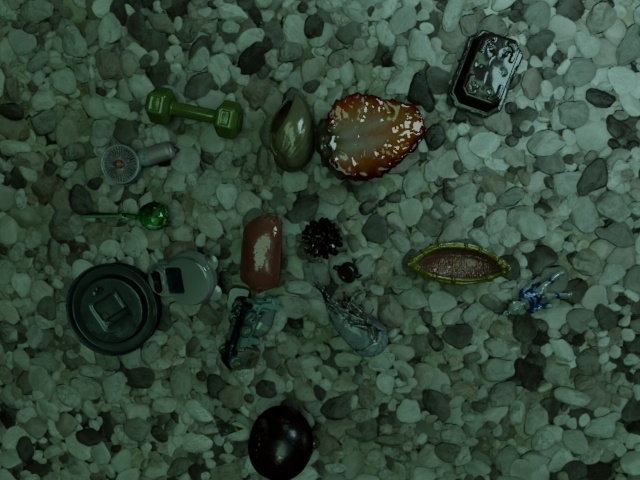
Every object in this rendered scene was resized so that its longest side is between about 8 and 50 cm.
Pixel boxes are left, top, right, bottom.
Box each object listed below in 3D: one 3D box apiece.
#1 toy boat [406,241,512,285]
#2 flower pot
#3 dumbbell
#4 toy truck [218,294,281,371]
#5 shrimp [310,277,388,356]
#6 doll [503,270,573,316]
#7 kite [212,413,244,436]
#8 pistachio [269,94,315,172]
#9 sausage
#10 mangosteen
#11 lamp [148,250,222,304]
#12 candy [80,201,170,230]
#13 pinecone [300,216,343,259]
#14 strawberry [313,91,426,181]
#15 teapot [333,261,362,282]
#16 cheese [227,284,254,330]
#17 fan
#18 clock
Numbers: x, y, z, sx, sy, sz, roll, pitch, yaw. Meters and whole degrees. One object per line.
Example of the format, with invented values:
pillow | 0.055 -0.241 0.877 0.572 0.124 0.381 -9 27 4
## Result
toy boat | 0.431 0.074 1.601 0.318 0.099 0.141 3 93 7
flower pot | 0.511 -0.515 1.540 0.179 0.084 0.251 20 97 2
dumbbell | -0.398 -0.406 1.607 0.302 0.108 0.121 11 97 3
toy truck | -0.228 0.299 1.660 0.140 0.108 0.257 11 103 -40
shrimp | 0.093 0.236 1.632 0.145 0.116 0.343 -42 98 7
doll | 0.682 0.180 1.613 0.227 0.057 0.114 -25 100 -3
kite | -0.330 0.647 1.761 0.122 0.004 0.090 30 98 1
pistachio | -0.086 -0.333 1.582 0.138 0.153 0.238 2 95 44
sausage | -0.189 0.045 1.623 0.148 0.148 0.254 1 90 4
mangosteen | -0.102 0.669 1.655 0.261 0.235 0.235 19 98 -32
lamp | -0.444 0.121 1.665 0.246 0.108 0.179 -2 99 12
candy | -0.655 -0.080 1.686 0.323 0.097 0.097 2 96 13
pinecone | 0.000 -0.002 1.601 0.121 0.140 0.140 -21 95 -36
strawberry | 0.152 -0.315 1.566 0.336 0.149 0.265 -15 88 -5
teapot | 0.089 0.101 1.655 0.100 0.045 0.068 22 119 19
cheese | -0.279 0.234 1.699 0.086 0.036 0.162 13 97 -3
fan | -0.595 -0.266 1.653 0.244 0.074 0.130 -17 94 5
clock | -0.699 0.230 1.716 0.319 0.066 0.319 0 97 4
